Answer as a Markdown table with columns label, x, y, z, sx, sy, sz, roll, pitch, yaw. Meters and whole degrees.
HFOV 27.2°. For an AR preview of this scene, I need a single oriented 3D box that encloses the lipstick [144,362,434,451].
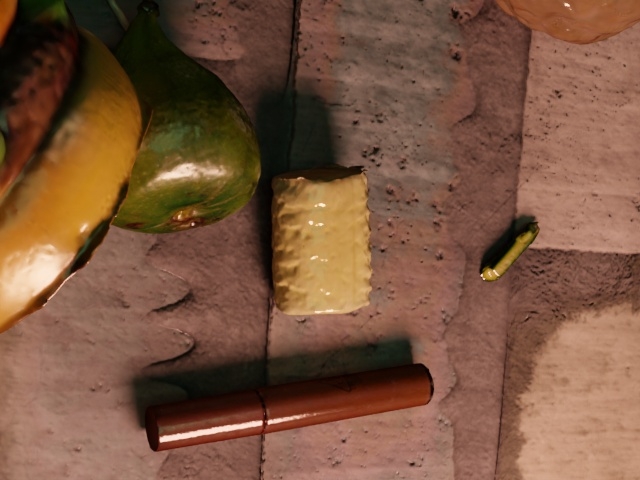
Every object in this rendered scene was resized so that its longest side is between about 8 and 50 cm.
| label | x | y | z | sx | sy | sz | roll | pitch | yaw |
| --- | --- | --- | --- | --- | --- | --- | --- | --- | --- |
| lipstick | -0.030 | 0.195 | 1.565 | 0.357 | 0.057 | 0.057 | -7 | 98 | -24 |

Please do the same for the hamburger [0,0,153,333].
| label | x | y | z | sx | sy | sz | roll | pitch | yaw |
| --- | --- | --- | --- | --- | --- | --- | --- | --- | --- |
| hamburger | -0.378 | -0.106 | 1.201 | 0.396 | 0.396 | 0.277 | -51 | 125 | -12 |

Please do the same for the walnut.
| label | x | y | z | sx | sy | sz | roll | pitch | yaw |
| --- | --- | --- | --- | --- | --- | --- | --- | --- | --- |
| walnut | 0.292 | -0.366 | 1.564 | 0.273 | 0.227 | 0.273 | -3 | 97 | -28 |

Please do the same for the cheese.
| label | x | y | z | sx | sy | sz | roll | pitch | yaw |
| --- | --- | --- | --- | --- | --- | --- | --- | --- | --- |
| cheese | 0.000 | 0.000 | 1.543 | 0.123 | 0.094 | 0.167 | -10 | 103 | -33 |

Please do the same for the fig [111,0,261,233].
| label | x | y | z | sx | sy | sz | roll | pitch | yaw |
| --- | --- | --- | --- | --- | --- | --- | --- | --- | --- |
| fig | -0.178 | -0.136 | 1.419 | 0.203 | 0.203 | 0.235 | -10 | 70 | -23 |

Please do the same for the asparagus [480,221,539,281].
| label | x | y | z | sx | sy | sz | roll | pitch | yaw |
| --- | --- | --- | --- | --- | --- | --- | --- | --- | --- |
| asparagus | 0.246 | 0.012 | 1.692 | 0.108 | 0.021 | 0.025 | -45 | 110 | -14 |

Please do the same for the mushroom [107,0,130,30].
| label | x | y | z | sx | sy | sz | roll | pitch | yaw |
| --- | --- | --- | --- | --- | --- | --- | --- | --- | --- |
| mushroom | -0.188 | -0.180 | 1.479 | 0.028 | 0.026 | 0.286 | -33 | 110 | -2 |
